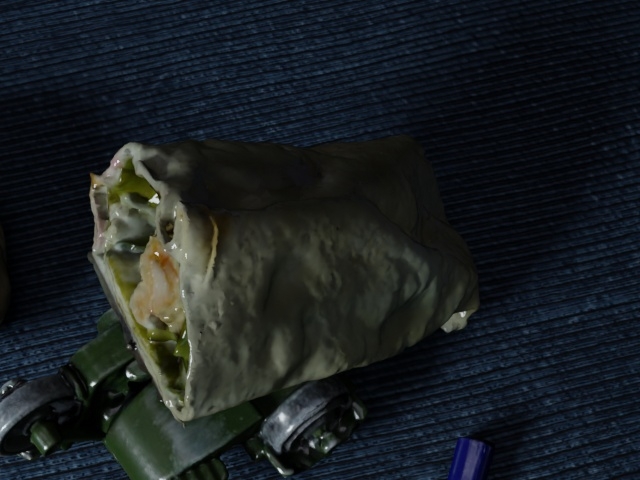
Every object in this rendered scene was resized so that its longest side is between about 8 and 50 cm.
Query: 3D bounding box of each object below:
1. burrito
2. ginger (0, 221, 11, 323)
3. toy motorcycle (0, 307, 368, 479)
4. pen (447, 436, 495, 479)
[{"bbox_3d":[-0.001,-0.003,0.713,0.332,0.135,0.190,-12,51,-41],"label":"burrito"},{"bbox_3d":[-0.349,0.005,0.802,0.152,0.138,0.267,-43,58,1],"label":"ginger"},{"bbox_3d":[-0.106,0.130,0.746,0.275,0.127,0.205,-34,70,-18],"label":"toy motorcycle"},{"bbox_3d":[0.085,0.281,0.714,0.033,0.033,0.269,16,69,10],"label":"pen"}]
